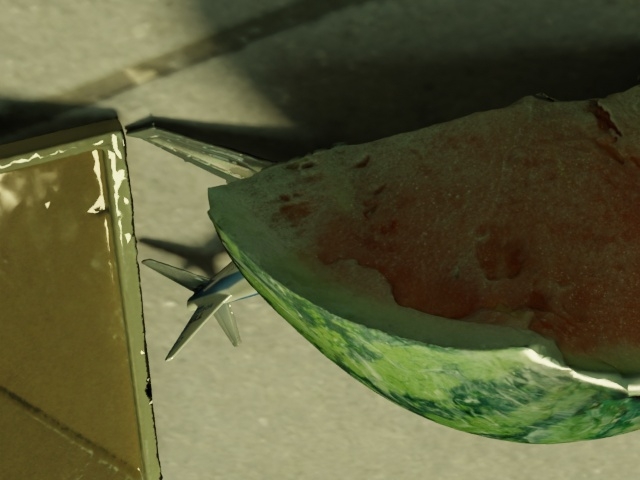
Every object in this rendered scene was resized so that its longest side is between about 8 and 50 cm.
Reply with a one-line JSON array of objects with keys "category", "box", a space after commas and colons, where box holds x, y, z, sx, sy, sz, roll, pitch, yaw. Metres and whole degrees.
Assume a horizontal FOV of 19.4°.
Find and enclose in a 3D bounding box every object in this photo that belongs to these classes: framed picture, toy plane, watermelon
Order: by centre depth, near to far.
[{"category": "watermelon", "box": [0.105, 0.011, 0.920, 0.305, 0.180, 0.224, -14, -179, -12]}, {"category": "toy plane", "box": [-0.001, -0.001, 1.025, 0.226, 0.058, 0.226, -32, 118, 28]}, {"category": "framed picture", "box": [-0.215, 0.096, 1.066, 0.247, 0.022, 0.335, -15, 131, -15]}]
